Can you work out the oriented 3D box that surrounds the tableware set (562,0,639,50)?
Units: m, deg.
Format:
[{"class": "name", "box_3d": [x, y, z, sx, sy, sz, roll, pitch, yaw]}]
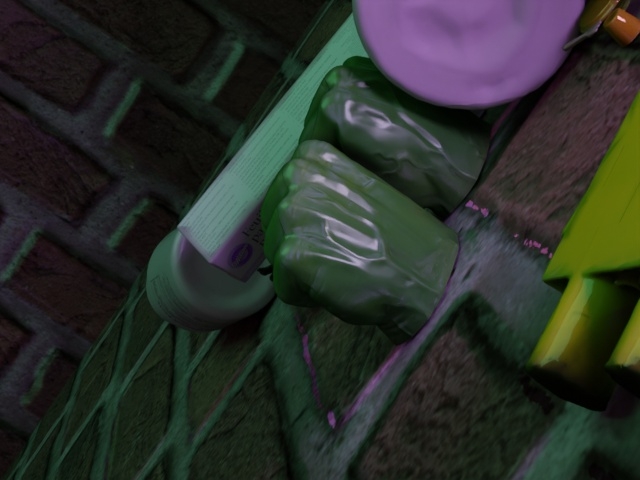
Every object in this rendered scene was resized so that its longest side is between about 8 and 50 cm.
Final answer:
[{"class": "tableware set", "box_3d": [0.234, -0.197, 1.019, 0.154, 0.024, 0.104, -59, 14, -23]}]

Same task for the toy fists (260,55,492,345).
[{"class": "toy fists", "box_3d": [0.036, -0.041, 1.114, 0.096, 0.142, 0.279, -48, 13, 41]}]

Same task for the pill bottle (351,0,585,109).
[{"class": "pill bottle", "box_3d": [0.132, -0.247, 1.198, 0.176, 0.176, 0.318, -51, 10, 28]}]

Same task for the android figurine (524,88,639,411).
[{"class": "android figurine", "box_3d": [0.190, -0.047, 0.650, 0.273, 0.056, 0.248, -59, 10, -14]}]

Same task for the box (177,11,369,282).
[{"class": "box", "box_3d": [-0.004, -0.108, 1.361, 0.324, 0.063, 0.067, -51, 53, 5]}]

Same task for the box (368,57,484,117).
[{"class": "box", "box_3d": [0.073, -0.112, 1.274, 0.101, 0.102, 0.087, -53, 12, 14]}]

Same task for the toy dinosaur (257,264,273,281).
[{"class": "toy dinosaur", "box_3d": [0.000, 0.000, 1.413, 0.118, 0.064, 0.268, -54, 5, -8]}]

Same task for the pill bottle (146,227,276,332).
[{"class": "pill bottle", "box_3d": [-0.133, 0.040, 1.689, 0.131, 0.131, 0.229, -60, 10, -17]}]
